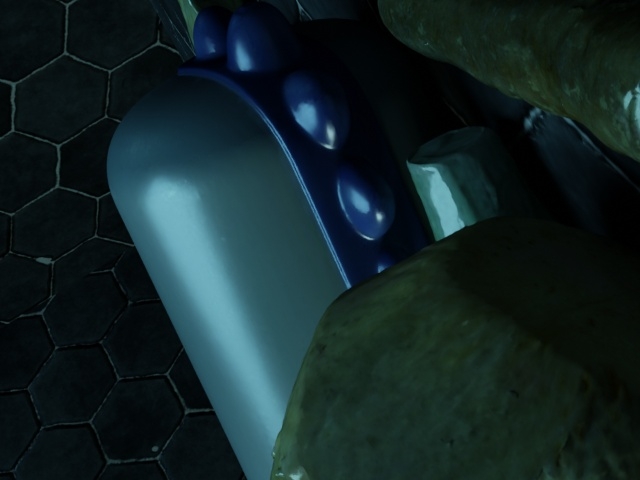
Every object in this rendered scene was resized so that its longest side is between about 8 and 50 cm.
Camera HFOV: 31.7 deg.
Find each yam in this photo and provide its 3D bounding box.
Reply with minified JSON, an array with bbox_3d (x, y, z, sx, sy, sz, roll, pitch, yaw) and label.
[{"bbox_3d":[0.085,-0.082,0.448,0.061,0.061,0.274,60,176,-22],"label":"yam"}]

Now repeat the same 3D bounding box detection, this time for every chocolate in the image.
[{"bbox_3d":[0.135,0.066,0.692,0.291,0.110,0.110,63,174,-19],"label":"chocolate"}]

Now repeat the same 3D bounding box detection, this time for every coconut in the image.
[{"bbox_3d":[0.089,0.111,0.559,0.197,0.237,0.236,-88,-26,-55],"label":"coconut"}]

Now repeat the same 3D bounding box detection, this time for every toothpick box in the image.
[{"bbox_3d":[0.000,0.000,0.790,0.354,0.263,0.263,66,173,-17],"label":"toothpick box"}]

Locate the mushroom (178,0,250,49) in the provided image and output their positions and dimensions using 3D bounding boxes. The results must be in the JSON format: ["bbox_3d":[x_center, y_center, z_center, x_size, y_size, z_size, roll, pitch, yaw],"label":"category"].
[{"bbox_3d":[-0.119,-0.262,1.301,0.107,0.087,0.333,55,173,40],"label":"mushroom"}]
